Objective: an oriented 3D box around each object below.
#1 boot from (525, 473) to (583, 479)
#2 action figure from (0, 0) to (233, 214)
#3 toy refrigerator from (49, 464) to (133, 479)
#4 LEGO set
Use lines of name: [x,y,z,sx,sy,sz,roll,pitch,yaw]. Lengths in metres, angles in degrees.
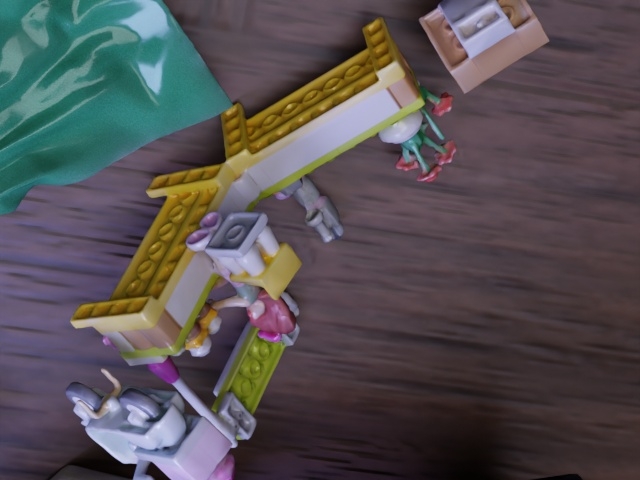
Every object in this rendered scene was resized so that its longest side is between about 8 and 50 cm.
boot: [-0.017,0.348,0.715,0.367,0.146,0.445,-16,123,-23]
action figure: [-0.174,-0.053,0.694,0.232,0.063,0.137,-35,108,-2]
toy refrigerator: [-0.172,0.224,0.688,0.269,0.102,0.094,-44,108,-23]
LEGO set: [0.000,0.000,0.713,0.287,0.132,0.107,-49,124,-17]
